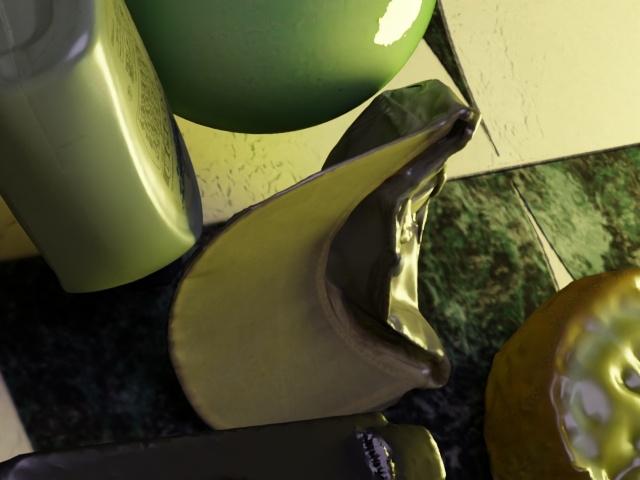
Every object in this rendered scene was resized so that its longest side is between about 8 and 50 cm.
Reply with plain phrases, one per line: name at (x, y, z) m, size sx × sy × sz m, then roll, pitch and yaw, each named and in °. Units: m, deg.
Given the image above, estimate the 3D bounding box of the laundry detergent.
laundry detergent at (-0.138, -0.073, 0.914) m, size 0.280 × 0.105 × 0.215 m, roll 66°, pitch 2°, yaw -57°

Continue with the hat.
hat at (0.000, 0.000, 1.032) m, size 0.244 × 0.214 × 0.149 m, roll -8°, pitch 33°, yaw -22°

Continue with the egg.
egg at (-0.036, -0.180, 1.055) m, size 0.220 × 0.220 × 0.269 m, roll 52°, pitch 27°, yaw 2°

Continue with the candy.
candy at (0.235, 0.143, 1.133) m, size 0.260 × 0.118 × 0.260 m, roll 19°, pitch 51°, yaw -25°

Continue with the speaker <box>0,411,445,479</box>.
speaker at (-0.050, 0.230, 0.799) m, size 0.254 × 0.184 × 0.232 m, roll -2°, pitch 63°, yaw -38°
